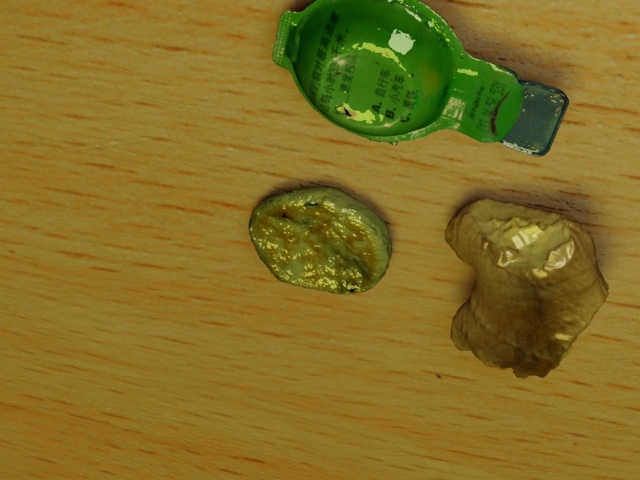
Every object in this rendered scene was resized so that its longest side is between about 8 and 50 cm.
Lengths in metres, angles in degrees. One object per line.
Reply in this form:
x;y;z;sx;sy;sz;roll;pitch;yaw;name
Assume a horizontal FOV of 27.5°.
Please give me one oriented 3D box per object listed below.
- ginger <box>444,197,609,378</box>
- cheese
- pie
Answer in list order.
0.236;0.054;1.577;0.221;0.130;0.276;33;138;-2;ginger
0.103;-0.171;1.405;0.320;0.083;0.204;18;136;2;cheese
0.000;0.000;1.652;0.187;0.041;0.187;9;138;9;pie
